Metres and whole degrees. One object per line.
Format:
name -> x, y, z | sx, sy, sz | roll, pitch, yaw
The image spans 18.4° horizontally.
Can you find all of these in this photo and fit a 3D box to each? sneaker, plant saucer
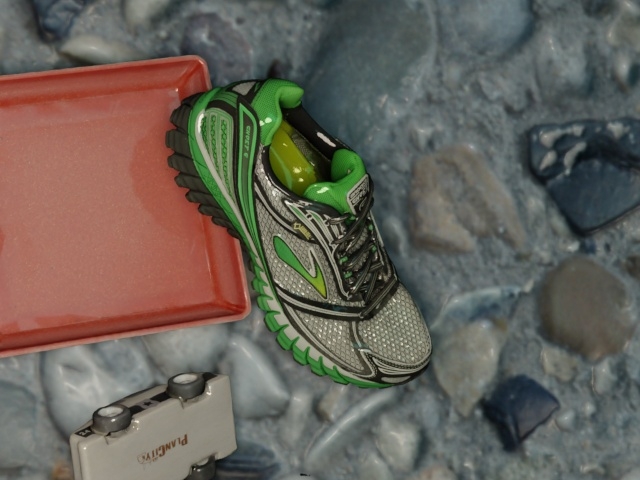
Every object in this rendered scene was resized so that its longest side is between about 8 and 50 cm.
sneaker -> 0.000, 0.000, 1.840 | 0.343, 0.146, 0.134 | 53, 50, -19
plant saucer -> -0.213, -0.032, 1.852 | 0.259, 0.047, 0.259 | -8, 84, -20

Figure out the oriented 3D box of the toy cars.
toy cars -> -0.214, 0.269, 1.777 | 0.176, 0.087, 0.394 | 47, 63, -44
